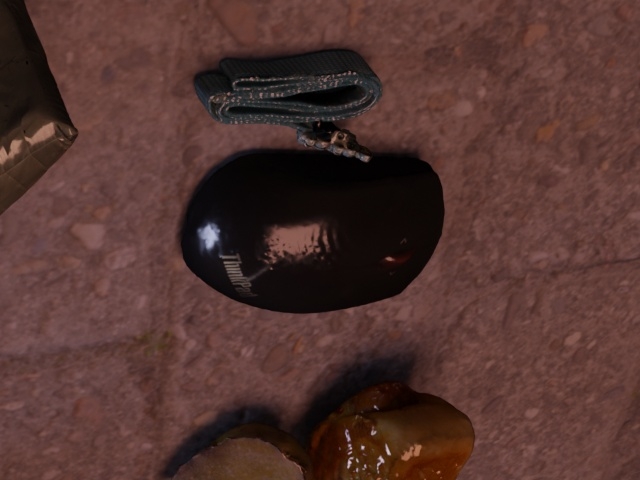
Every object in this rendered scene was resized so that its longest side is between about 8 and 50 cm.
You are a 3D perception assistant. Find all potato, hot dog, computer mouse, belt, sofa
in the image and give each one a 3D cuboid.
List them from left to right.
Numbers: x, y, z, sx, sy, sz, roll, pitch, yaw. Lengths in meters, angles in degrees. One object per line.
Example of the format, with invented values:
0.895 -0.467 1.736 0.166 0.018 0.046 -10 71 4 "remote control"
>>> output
-0.338 -0.128 1.294 0.176 0.210 0.225 -40 135 15 "sofa"
-0.089 0.246 1.889 0.172 0.089 0.101 1 115 13 "potato"
-0.032 -0.127 1.564 0.179 0.065 0.100 -2 123 -23 "belt"
0.000 0.000 1.670 0.269 0.100 0.170 -2 133 -26 "computer mouse"
0.065 0.258 1.910 0.150 0.153 0.257 0 132 -33 "hot dog"
